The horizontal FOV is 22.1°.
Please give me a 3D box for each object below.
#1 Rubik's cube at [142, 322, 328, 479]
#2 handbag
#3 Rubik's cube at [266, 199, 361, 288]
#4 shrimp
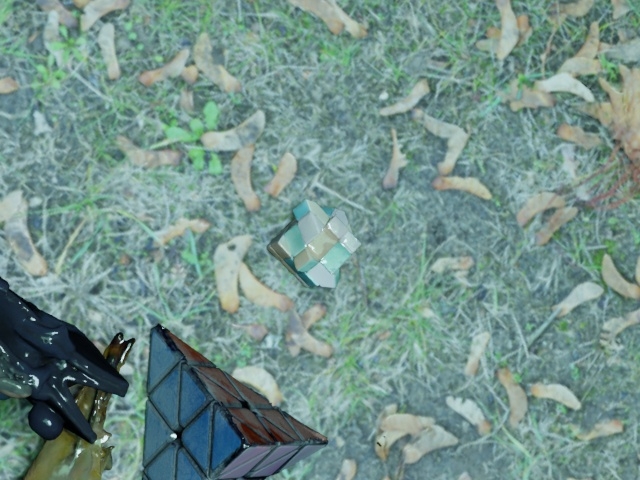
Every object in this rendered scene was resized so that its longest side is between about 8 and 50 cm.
[{"bbox_3d":[-0.121,0.221,1.545,0.211,0.190,0.178,34,95,-6],"label":"Rubik's cube"},{"bbox_3d":[-0.330,0.055,1.403,0.325,0.269,0.118,36,83,-20],"label":"handbag"},{"bbox_3d":[-0.003,0.000,1.623,0.075,0.073,0.084,29,80,-12],"label":"Rubik's cube"},{"bbox_3d":[-0.217,0.214,1.553,0.117,0.066,0.262,26,92,-30],"label":"shrimp"}]
